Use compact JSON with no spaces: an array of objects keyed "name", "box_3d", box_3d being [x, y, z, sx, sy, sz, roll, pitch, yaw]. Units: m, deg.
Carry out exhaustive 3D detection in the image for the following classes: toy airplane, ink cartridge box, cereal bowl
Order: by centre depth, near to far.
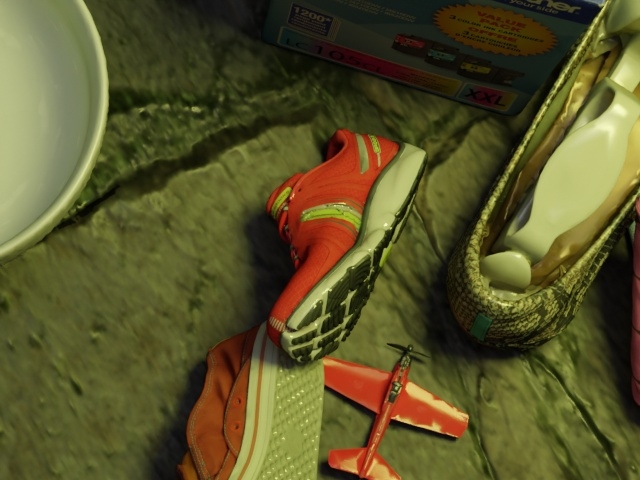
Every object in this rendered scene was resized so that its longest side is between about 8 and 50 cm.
[{"name":"ink cartridge box","box_3d":[0.105,-0.259,1.629,0.270,0.395,0.151,16,75,-2]},{"name":"cereal bowl","box_3d":[-0.355,-0.118,1.674,0.339,0.141,0.338,1,77,-6]},{"name":"toy airplane","box_3d":[0.055,0.161,1.712,0.151,0.028,0.151,1,76,-5]}]

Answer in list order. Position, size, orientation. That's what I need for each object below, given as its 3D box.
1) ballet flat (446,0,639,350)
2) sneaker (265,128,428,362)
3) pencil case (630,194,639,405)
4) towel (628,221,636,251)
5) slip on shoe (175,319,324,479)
[{"name":"ballet flat","box_3d":[0.272,-0.116,1.701,0.164,0.182,0.482,31,81,8]},{"name":"sneaker","box_3d":[0.000,0.000,1.682,0.118,0.107,0.279,22,42,9]},{"name":"pencil case","box_3d":[0.328,0.053,1.687,0.098,0.209,0.095,9,34,24]},{"name":"towel","box_3d":[0.372,-0.131,1.817,0.209,0.034,0.285,-7,78,-7]},{"name":"slip on shoe","box_3d":[-0.072,0.218,1.612,0.101,0.123,0.331,-13,51,29]}]
